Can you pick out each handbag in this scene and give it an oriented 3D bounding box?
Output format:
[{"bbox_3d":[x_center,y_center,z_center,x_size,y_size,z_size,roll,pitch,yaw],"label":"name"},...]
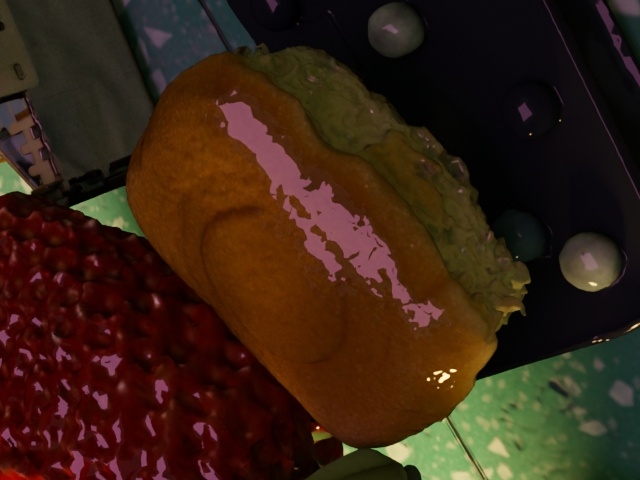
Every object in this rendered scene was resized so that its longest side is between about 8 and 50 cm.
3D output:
[{"bbox_3d":[0.072,-0.065,0.742,0.269,0.118,0.325,-29,86,42],"label":"handbag"}]

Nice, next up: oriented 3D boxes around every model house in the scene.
[{"bbox_3d":[-0.279,-0.138,0.953,0.206,0.178,0.271,-15,101,42],"label":"model house"}]

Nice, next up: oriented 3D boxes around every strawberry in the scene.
[{"bbox_3d":[-0.149,0.112,0.864,0.351,0.267,0.312,39,171,16],"label":"strawberry"}]

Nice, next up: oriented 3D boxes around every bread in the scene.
[{"bbox_3d":[0.000,0.000,0.668,0.245,0.121,0.174,46,130,2],"label":"bread"}]

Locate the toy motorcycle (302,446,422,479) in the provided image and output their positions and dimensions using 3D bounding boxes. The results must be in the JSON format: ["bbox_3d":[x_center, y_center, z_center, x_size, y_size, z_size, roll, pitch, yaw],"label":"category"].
[{"bbox_3d":[0.071,0.241,0.717,0.237,0.410,0.168,-45,39,37],"label":"toy motorcycle"}]
